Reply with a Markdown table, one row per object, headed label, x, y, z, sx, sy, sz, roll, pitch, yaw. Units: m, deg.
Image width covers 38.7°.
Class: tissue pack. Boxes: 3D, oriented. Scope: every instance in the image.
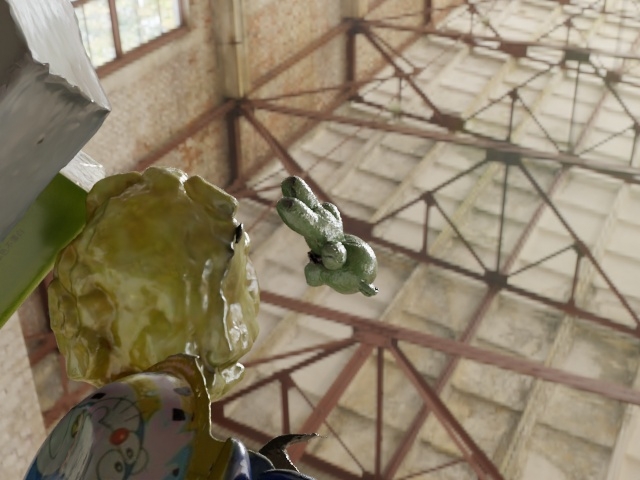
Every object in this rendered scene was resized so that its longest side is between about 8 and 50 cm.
| label | x | y | z | sx | sy | sz | roll | pitch | yaw |
| --- | --- | --- | --- | --- | --- | --- | --- | --- | --- |
| tissue pack | -0.432 | -0.024 | 1.148 | 0.274 | 0.200 | 0.167 | -48 | -154 | 7 |

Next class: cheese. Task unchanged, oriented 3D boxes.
| label | x | y | z | sx | sy | sz | roll | pitch | yaw |
| --- | --- | --- | --- | --- | --- | --- | --- | --- | --- |
| cheese | -0.080 | 0.123 | 0.417 | 0.250 | 0.064 | 0.156 | -6 | -125 | 53 |

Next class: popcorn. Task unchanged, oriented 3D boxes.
| label | x | y | z | sx | sy | sz | roll | pitch | yaw |
| --- | --- | --- | --- | --- | --- | --- | --- | --- | --- |
| popcorn | -0.176 | 0.058 | 1.032 | 0.215 | 0.286 | 0.252 | 9 | -168 | 40 |

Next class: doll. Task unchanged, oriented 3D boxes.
| label | x | y | z | sx | sy | sz | roll | pitch | yaw |
| --- | --- | --- | --- | --- | --- | --- | --- | --- | --- |
| doll | 0.000 | 0.000 | 0.972 | 0.078 | 0.150 | 0.115 | -33 | -154 | 12 |

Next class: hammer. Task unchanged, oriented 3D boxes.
| label | x | y | z | sx | sy | sz | roll | pitch | yaw |
| --- | --- | --- | --- | --- | --- | --- | --- | --- | --- |
| hammer | 0.031 | 0.345 | 1.057 | 0.125 | 0.027 | 0.297 | -46 | -113 | -2 |

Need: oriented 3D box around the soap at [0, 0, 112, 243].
| label | x | y | z | sx | sy | sz | roll | pitch | yaw |
| --- | --- | --- | --- | --- | --- | --- | --- | --- | --- |
| soap | -0.387 | -0.164 | 0.651 | 0.435 | 0.213 | 0.350 | 43 | -95 | 3 |
